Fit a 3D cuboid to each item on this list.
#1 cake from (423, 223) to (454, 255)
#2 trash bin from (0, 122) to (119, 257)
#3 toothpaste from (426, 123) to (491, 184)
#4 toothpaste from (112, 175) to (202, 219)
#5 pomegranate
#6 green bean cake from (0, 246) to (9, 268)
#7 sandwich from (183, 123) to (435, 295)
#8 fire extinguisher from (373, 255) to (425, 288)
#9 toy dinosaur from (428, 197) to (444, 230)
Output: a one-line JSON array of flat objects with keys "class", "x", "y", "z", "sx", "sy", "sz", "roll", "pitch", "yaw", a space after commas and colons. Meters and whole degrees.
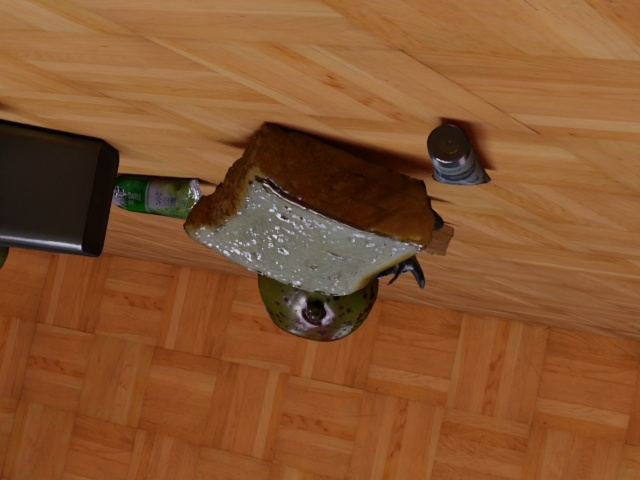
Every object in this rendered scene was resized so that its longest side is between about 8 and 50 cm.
[{"class": "cake", "x": 0.128, "y": -0.010, "z": 2.000, "sx": 0.121, "sy": 0.052, "sz": 0.065, "roll": 14, "pitch": 172, "yaw": -12}, {"class": "trash bin", "x": -0.407, "y": -0.069, "z": 1.950, "sx": 0.240, "sy": 0.164, "sz": 0.122, "roll": 10, "pitch": 175, "yaw": 8}, {"class": "toothpaste", "x": 0.130, "y": -0.075, "z": 1.403, "sx": 0.062, "sy": 0.039, "sz": 0.239, "roll": 4, "pitch": 176, "yaw": 9}, {"class": "toothpaste", "x": -0.249, "y": -0.068, "z": 2.205, "sx": 0.047, "sy": 0.078, "sz": 0.248, "roll": -34, "pitch": -152, "yaw": -35}, {"class": "pomegranate", "x": -0.018, "y": 0.056, "z": 2.347, "sx": 0.198, "sy": 0.198, "sz": 0.246, "roll": 16, "pitch": -168, "yaw": -39}, {"class": "green bean cake", "x": -0.538, "y": -0.039, "z": 2.086, "sx": 0.222, "sy": 0.248, "sz": 0.125, "roll": 13, "pitch": 173, "yaw": 8}, {"class": "sandwich", "x": -0.013, "y": -0.022, "z": 1.626, "sx": 0.226, "sy": 0.087, "sz": 0.251, "roll": 19, "pitch": 158, "yaw": -16}, {"class": "fire extinguisher", "x": 0.000, "y": 0.000, "z": 2.093, "sx": 0.311, "sy": 0.114, "sz": 0.095, "roll": 11, "pitch": 134, "yaw": -2}, {"class": "toy dinosaur", "x": 0.083, "y": -0.060, "z": 1.755, "sx": 0.187, "sy": 0.087, "sz": 0.179, "roll": -5, "pitch": 153, "yaw": -41}]
